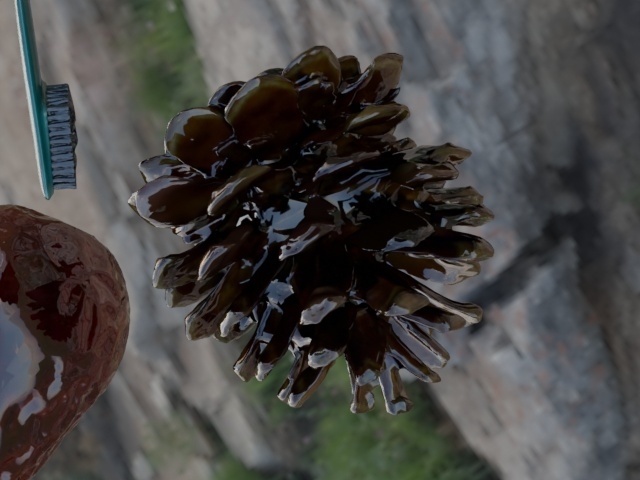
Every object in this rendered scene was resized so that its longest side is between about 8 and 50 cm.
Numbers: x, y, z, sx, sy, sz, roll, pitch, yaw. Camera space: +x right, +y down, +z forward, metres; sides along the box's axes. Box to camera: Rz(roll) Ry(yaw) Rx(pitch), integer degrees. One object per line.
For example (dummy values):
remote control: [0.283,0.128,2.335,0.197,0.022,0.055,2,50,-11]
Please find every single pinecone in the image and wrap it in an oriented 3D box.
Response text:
pinecone: [0.009,0.000,1.254,0.264,0.264,0.264,41,149,32]

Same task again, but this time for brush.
brush: [-0.180,-0.107,1.174,0.043,0.032,0.193,-102,10,-49]

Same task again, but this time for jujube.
jujube: [-0.272,0.099,1.518,0.190,0.255,0.190,26,172,4]
